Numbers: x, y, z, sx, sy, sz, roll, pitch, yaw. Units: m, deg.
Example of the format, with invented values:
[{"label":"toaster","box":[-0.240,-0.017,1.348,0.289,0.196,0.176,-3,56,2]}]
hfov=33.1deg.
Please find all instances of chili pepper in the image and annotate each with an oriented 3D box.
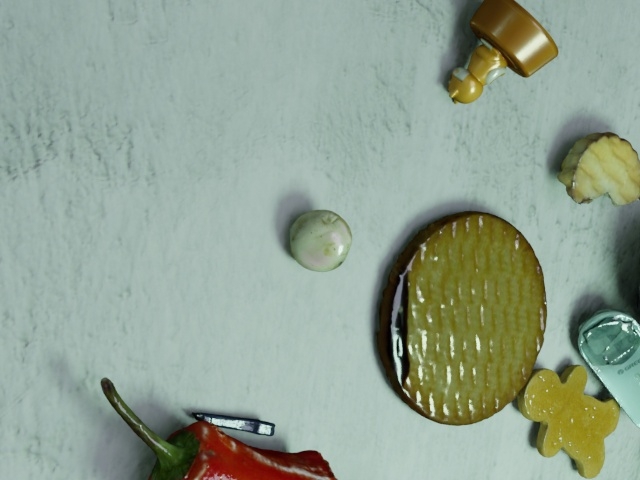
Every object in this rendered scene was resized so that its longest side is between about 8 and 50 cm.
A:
[{"label":"chili pepper","box":[-0.136,0.291,1.299,0.338,0.134,0.131,24,108,-37]}]

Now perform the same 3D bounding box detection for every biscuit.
[{"label":"biscuit","box":[0.440,-0.112,1.700,0.183,0.061,0.118,2,92,-37]},{"label":"biscuit","box":[0.213,0.114,1.580,0.317,0.040,0.318,-5,99,-33]},{"label":"biscuit","box":[0.389,0.277,1.720,0.240,0.035,0.158,37,70,-31]}]

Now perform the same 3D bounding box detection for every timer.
[{"label":"timer","box":[0.238,-0.255,1.528,0.152,0.132,0.132,-46,121,6]}]

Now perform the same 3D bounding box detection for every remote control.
[{"label":"remote control","box":[0.506,0.210,1.744,0.104,0.052,0.247,-34,107,14]}]

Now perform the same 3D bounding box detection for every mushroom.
[{"label":"mushroom","box":[0.000,0.000,1.406,0.083,0.067,0.084,0,100,1]}]

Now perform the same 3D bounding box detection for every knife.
[{"label":"knife","box":[-0.111,0.233,1.373,0.121,0.031,0.018,14,89,-33]}]

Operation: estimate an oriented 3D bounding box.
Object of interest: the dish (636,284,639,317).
[{"label":"dish","box":[0.602,0.130,1.760,0.324,0.124,0.324,45,31,-36]}]
